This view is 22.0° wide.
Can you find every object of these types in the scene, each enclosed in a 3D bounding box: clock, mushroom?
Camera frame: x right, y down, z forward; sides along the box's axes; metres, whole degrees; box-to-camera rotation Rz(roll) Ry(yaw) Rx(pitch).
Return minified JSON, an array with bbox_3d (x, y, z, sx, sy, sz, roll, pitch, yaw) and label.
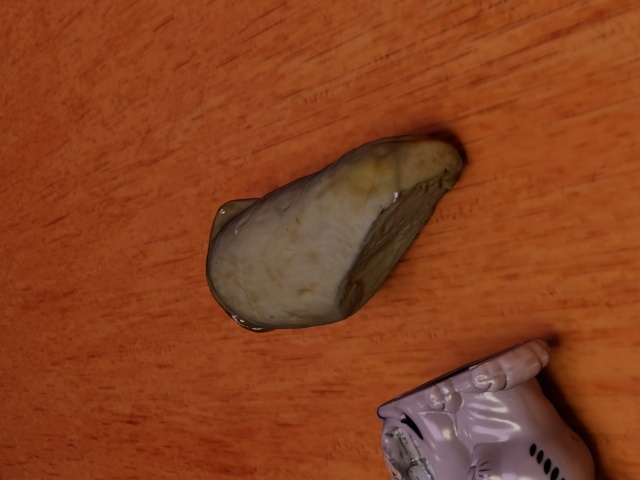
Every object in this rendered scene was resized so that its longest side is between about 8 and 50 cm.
[{"bbox_3d":[0.104,0.136,1.025,0.117,0.080,0.176,67,154,4],"label":"clock"},{"bbox_3d":[0.001,0.004,1.133,0.333,0.087,0.107,-18,92,63],"label":"mushroom"}]
